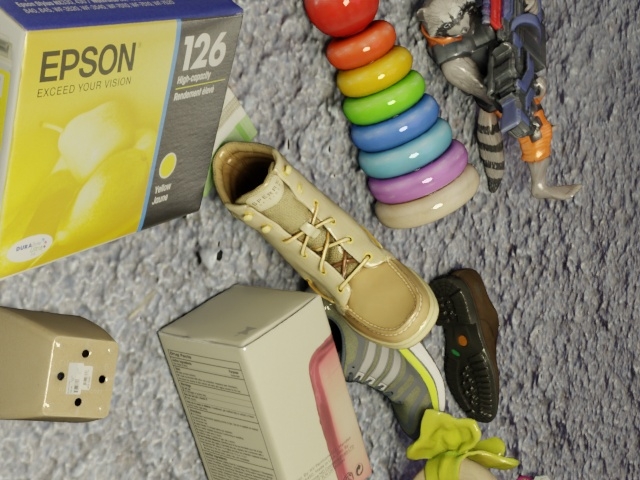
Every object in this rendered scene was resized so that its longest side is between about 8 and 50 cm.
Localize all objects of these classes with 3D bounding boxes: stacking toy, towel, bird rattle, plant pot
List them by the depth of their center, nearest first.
[{"bbox_3d":[-0.254,0.126,1.062,0.109,0.096,0.109,13,84,-45],"label":"plant pot"},{"bbox_3d":[-0.140,-0.138,1.214,0.113,0.023,0.152,-52,128,-27],"label":"towel"},{"bbox_3d":[0.076,-0.185,1.360,0.141,0.141,0.330,-39,113,-36],"label":"stacking toy"},{"bbox_3d":[0.141,0.342,1.369,0.143,0.207,0.253,36,93,-37],"label":"bird rattle"}]

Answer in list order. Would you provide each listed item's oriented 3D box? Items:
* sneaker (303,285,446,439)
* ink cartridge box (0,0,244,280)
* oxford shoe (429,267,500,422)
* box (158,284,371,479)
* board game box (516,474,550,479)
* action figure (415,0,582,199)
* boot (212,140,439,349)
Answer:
[{"bbox_3d":[0.058,0.144,1.387,0.121,0.111,0.300,-37,118,-18],"label":"sneaker"},{"bbox_3d":[-0.187,-0.143,1.009,0.304,0.072,0.307,-23,135,-56],"label":"ink cartridge box"},{"bbox_3d":[0.223,0.146,1.552,0.096,0.083,0.227,-27,112,-45],"label":"oxford shoe"},{"bbox_3d":[-0.059,0.181,1.224,0.127,0.149,0.232,-32,115,-39],"label":"box"},{"bbox_3d":[0.318,0.620,1.701,0.390,0.050,0.390,-55,127,-27],"label":"board game box"},{"bbox_3d":[0.229,-0.192,1.474,0.330,0.179,0.341,53,33,-28],"label":"action figure"},{"bbox_3d":[0.000,0.000,1.191,0.095,0.262,0.203,-46,133,2],"label":"boot"}]
